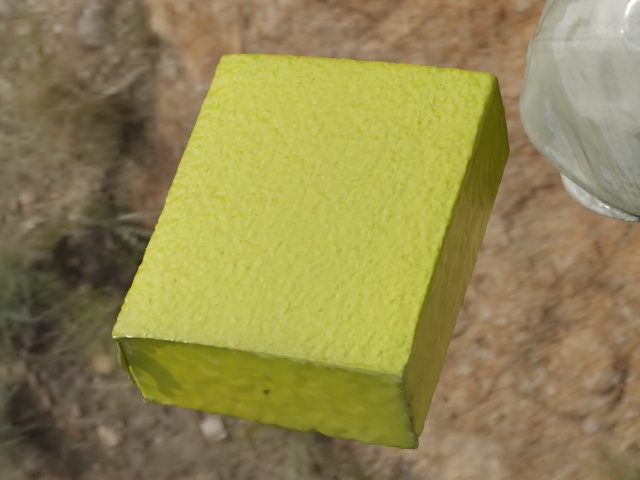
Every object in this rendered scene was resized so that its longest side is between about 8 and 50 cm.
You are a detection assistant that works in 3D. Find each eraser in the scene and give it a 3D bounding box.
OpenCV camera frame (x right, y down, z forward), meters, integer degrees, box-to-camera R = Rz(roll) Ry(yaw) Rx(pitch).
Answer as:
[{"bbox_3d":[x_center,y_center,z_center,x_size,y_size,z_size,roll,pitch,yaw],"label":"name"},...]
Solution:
[{"bbox_3d":[0.000,0.000,0.629,0.097,0.122,0.045,6,144,17],"label":"eraser"}]

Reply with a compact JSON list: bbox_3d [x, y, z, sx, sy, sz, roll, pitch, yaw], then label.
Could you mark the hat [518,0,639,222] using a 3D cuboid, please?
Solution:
[{"bbox_3d":[0.127,-0.132,0.808,0.244,0.149,0.214,51,154,-23],"label":"hat"}]
